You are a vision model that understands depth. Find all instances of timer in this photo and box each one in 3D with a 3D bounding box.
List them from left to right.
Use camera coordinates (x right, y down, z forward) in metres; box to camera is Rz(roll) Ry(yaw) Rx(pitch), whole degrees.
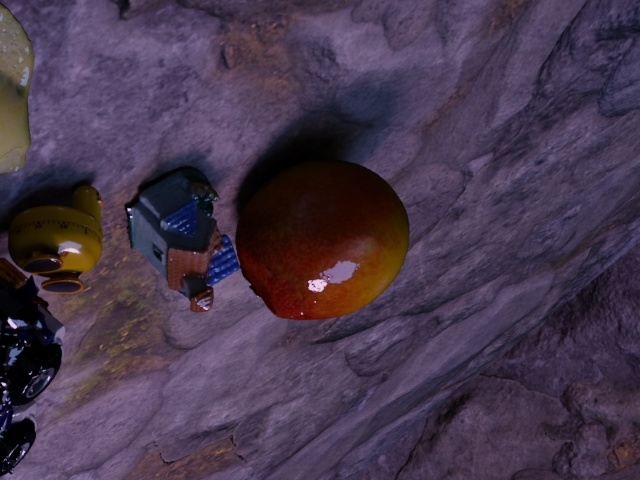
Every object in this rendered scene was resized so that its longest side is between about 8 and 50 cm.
[{"bbox_3d":[-0.297,-0.008,1.339,0.107,0.109,0.107,-3,152,-1],"label":"timer"}]

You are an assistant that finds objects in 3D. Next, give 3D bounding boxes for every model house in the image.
[{"bbox_3d":[-0.153,0.010,1.468,0.119,0.149,0.148,-27,157,-22],"label":"model house"}]

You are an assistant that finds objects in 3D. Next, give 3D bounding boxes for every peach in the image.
[{"bbox_3d":[0.000,0.000,1.589,0.231,0.231,0.231,-30,155,-15],"label":"peach"}]

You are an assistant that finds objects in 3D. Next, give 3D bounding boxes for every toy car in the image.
[{"bbox_3d":[-0.380,0.135,1.340,0.118,0.193,0.301,-40,164,-49],"label":"toy car"}]

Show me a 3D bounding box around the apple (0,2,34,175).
[{"bbox_3d":[-0.355,-0.141,0.967,0.265,0.120,0.193,-12,134,-48],"label":"apple"}]
